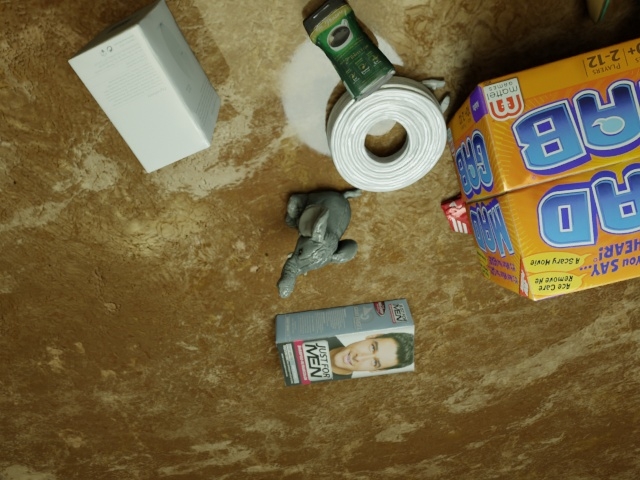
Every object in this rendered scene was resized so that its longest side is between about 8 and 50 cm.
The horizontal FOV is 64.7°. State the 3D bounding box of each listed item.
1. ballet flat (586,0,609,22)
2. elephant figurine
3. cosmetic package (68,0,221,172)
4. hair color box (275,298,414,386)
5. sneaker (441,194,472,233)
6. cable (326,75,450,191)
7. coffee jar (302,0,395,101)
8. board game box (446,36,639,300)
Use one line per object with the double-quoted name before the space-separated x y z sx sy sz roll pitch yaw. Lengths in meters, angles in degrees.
"ballet flat" 0.521 -0.526 0.926 0.073 0.080 0.232 18 124 17
"elephant figurine" 0.000 0.000 1.144 0.169 0.239 0.186 10 124 -11
"cosmetic package" -0.303 -0.285 0.927 0.138 0.224 0.225 -22 124 11
"hair color box" 0.072 0.291 1.435 0.374 0.114 0.185 -8 125 0
"sneaker" 0.361 -0.101 1.196 0.128 0.087 0.221 -1 124 -5
"cable" 0.142 -0.222 1.089 0.257 0.089 0.257 4 125 -7
"coffee jar" 0.052 -0.362 0.951 0.096 0.079 0.184 -35 92 17
"board game box" 0.473 -0.124 0.941 0.356 0.356 0.356 -14 90 6
